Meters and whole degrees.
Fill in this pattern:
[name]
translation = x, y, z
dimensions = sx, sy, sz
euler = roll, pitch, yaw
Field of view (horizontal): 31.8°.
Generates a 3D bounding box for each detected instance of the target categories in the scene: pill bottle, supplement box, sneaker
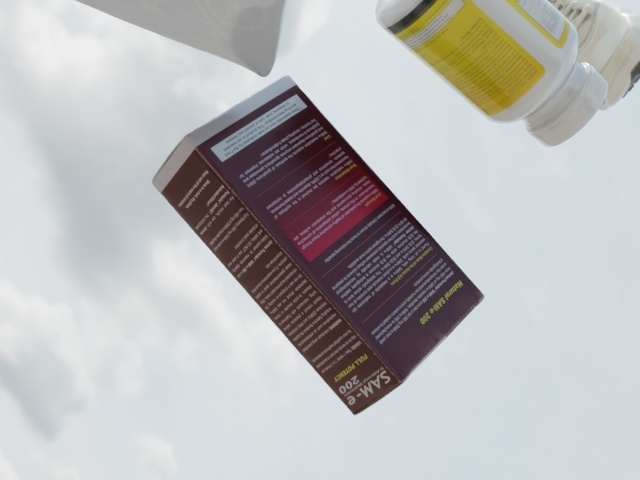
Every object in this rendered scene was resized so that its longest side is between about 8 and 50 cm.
[pill bottle]
translation = 0.142, -0.160, 0.908
dimensions = 0.184, 0.103, 0.103
euler = 39, -28, -16
[supplement box]
translation = 0.000, 0.000, 0.870
dimensions = 0.239, 0.130, 0.073
euler = 49, -43, 3
[sneaker]
translation = 0.258, -0.221, 1.174
dimensions = 0.118, 0.110, 0.292
euler = 30, 15, -18

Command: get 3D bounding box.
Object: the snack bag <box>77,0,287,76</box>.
[snack bag]
translation = -0.146, -0.250, 0.703
dimensions = 0.323, 0.037, 0.342
euler = 21, -26, 2
